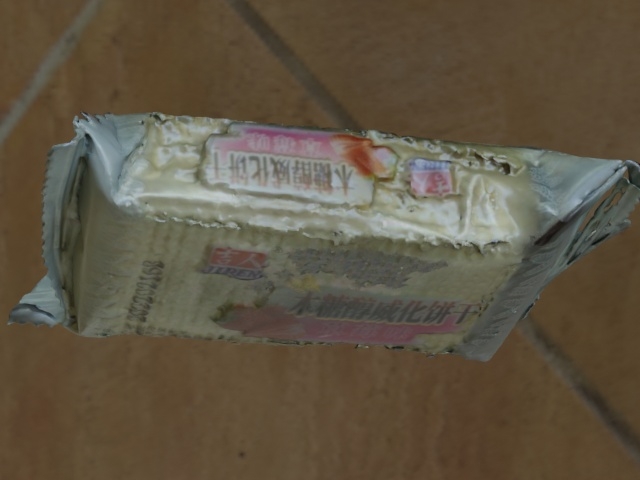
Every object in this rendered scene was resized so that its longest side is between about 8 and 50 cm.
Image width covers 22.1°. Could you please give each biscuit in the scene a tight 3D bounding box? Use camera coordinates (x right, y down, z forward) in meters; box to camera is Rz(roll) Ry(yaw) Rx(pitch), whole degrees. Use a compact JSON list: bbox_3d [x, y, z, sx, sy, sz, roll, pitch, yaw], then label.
[{"bbox_3d":[0.002,-0.002,0.858,0.186,0.309,0.079,120,152,-56],"label":"biscuit"}]
